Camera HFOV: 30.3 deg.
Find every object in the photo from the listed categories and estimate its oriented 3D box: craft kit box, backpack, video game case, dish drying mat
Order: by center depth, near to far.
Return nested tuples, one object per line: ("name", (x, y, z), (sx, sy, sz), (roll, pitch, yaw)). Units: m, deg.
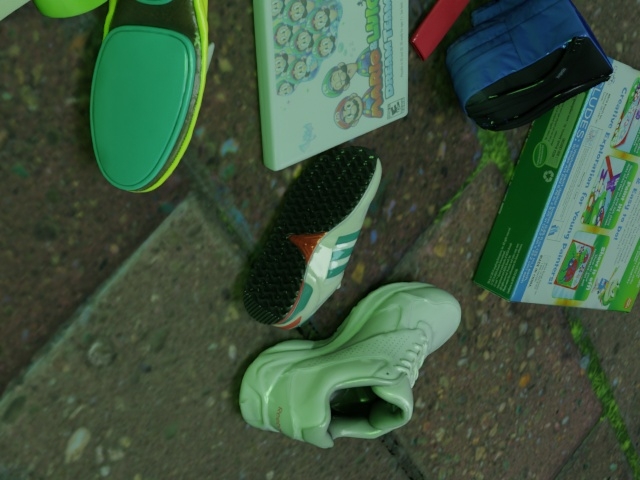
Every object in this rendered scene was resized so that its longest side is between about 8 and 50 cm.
("video game case", (0.012, -0.146, 0.891), (0.143, 0.019, 0.157), (-26, 129, -34))
("dish drying mat", (0.102, -0.188, 0.970), (0.083, 0.008, 0.032), (-55, 140, -9))
("backpack", (0.166, -0.152, 0.987), (0.120, 0.101, 0.098), (-32, 147, 19))
("craft kit box", (0.283, -0.054, 1.199), (0.247, 0.061, 0.250), (10, 104, -46))

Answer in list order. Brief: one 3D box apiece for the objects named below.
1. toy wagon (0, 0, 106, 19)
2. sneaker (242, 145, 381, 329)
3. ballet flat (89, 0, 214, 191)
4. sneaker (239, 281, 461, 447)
("toy wagon", (-0.247, -0.179, 0.569), (0.344, 0.068, 0.267), (-41, 135, -22))
("sneaker", (0.000, 0.000, 0.944), (0.161, 0.057, 0.075), (-60, 156, -4))
("ballet flat", (-0.096, -0.145, 0.746), (0.077, 0.077, 0.231), (-41, 141, -61))
("sneaker", (0.051, 0.115, 1.002), (0.232, 0.115, 0.090), (-28, 130, -33))
